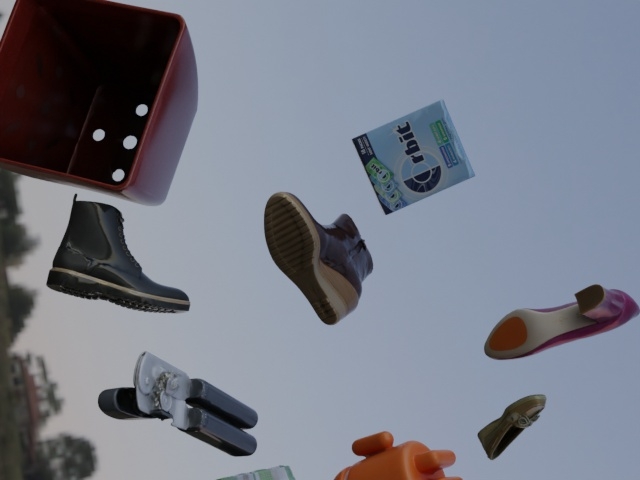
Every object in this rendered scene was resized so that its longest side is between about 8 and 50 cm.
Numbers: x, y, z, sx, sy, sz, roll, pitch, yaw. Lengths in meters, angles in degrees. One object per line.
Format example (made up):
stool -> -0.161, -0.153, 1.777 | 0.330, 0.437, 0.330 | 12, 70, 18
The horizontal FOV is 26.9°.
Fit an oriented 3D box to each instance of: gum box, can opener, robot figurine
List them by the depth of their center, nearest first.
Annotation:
can opener -> -0.170, 0.210, 1.683 | 0.280, 0.093, 0.074 | 36, 51, -54
robot figurine -> 0.104, 0.376, 1.996 | 0.158, 0.219, 0.128 | 54, 27, -17
gum box -> 0.172, -0.154, 2.490 | 0.041, 0.184, 0.157 | -156, -138, -84

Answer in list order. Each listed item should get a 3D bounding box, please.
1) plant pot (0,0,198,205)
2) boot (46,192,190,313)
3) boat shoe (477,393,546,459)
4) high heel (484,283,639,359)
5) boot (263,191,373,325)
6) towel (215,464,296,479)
plant pot -> -0.323, -0.185, 1.978 | 0.236, 0.267, 0.267 | 54, 52, -69
boot -> -0.265, 0.020, 1.849 | 0.077, 0.198, 0.137 | 153, -49, -66
boat shoe -> 0.314, 0.299, 2.156 | 0.153, 0.056, 0.048 | -44, -128, 35
high heel -> 0.378, 0.138, 2.105 | 0.244, 0.117, 0.082 | -35, -129, 30
boot -> 0.000, 0.000, 2.198 | 0.248, 0.090, 0.207 | 65, 26, -18
towel -> -0.068, 0.364, 1.851 | 0.023, 0.152, 0.113 | -48, -117, 24
